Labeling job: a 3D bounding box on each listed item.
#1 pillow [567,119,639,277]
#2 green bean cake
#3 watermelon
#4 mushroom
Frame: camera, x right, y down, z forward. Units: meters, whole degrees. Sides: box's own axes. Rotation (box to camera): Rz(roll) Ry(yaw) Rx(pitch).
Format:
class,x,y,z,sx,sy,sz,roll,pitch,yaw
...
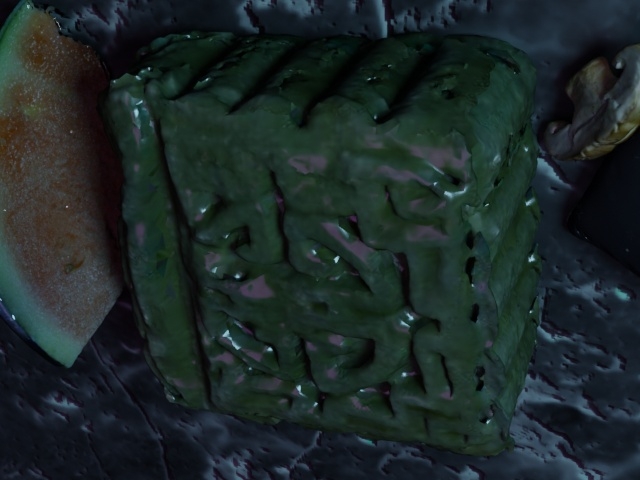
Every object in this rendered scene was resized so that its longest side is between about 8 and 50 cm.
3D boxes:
class,x,y,z,sx,sy,sz,roll,pitch,yaw
pillow,0.241,0.002,0.651,0.208,0.055,0.141,35,135,17
green bean cake,0.000,0.000,0.726,0.255,0.132,0.241,8,128,19
watermelon,-0.193,-0.018,0.781,0.128,0.146,0.231,-12,119,30
mushroom,0.150,-0.072,0.657,0.101,0.019,0.049,-51,50,55
